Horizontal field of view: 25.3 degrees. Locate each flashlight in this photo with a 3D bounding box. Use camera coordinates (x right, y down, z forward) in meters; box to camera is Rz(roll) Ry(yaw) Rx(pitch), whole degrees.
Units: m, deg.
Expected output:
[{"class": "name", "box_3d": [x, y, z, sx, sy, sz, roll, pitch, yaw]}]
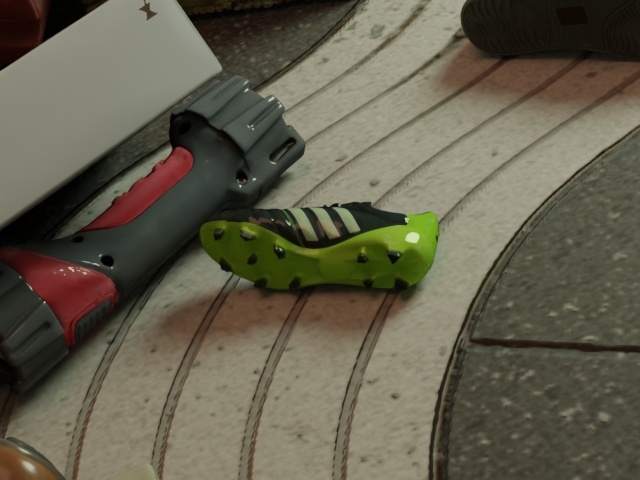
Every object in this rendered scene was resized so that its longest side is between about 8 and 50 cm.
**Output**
[{"class": "flashlight", "box_3d": [-0.153, -0.017, 1.091, 0.103, 0.103, 0.304, 5, 43, 49]}]

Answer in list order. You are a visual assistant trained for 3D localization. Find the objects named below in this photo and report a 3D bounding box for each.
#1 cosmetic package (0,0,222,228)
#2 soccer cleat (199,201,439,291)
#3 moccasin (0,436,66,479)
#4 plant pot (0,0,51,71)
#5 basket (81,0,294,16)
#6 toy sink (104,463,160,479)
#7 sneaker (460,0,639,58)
[{"class": "cosmetic package", "box_3d": [-0.282, -0.037, 1.073, 0.377, 0.097, 0.284, -38, 7, -21]}, {"class": "soccer cleat", "box_3d": [0.000, 0.000, 1.043, 0.179, 0.060, 0.072, 5, 35, 20]}, {"class": "moccasin", "box_3d": [-0.322, 0.221, 0.846, 0.380, 0.139, 0.147, -17, 39, 4]}, {"class": "plant pot", "box_3d": [-0.368, -0.289, 1.407, 0.273, 0.272, 0.265, -13, 47, 9]}, {"class": "basket", "box_3d": [-0.101, -0.364, 1.394, 0.299, 0.213, 0.223, -5, 41, 19]}, {"class": "toy sink", "box_3d": [-0.109, 0.254, 0.720, 0.153, 0.131, 0.234, -25, 33, -6]}, {"class": "sneaker", "box_3d": [0.233, -0.215, 1.171, 0.222, 0.083, 0.118, 5, 44, 30]}]
